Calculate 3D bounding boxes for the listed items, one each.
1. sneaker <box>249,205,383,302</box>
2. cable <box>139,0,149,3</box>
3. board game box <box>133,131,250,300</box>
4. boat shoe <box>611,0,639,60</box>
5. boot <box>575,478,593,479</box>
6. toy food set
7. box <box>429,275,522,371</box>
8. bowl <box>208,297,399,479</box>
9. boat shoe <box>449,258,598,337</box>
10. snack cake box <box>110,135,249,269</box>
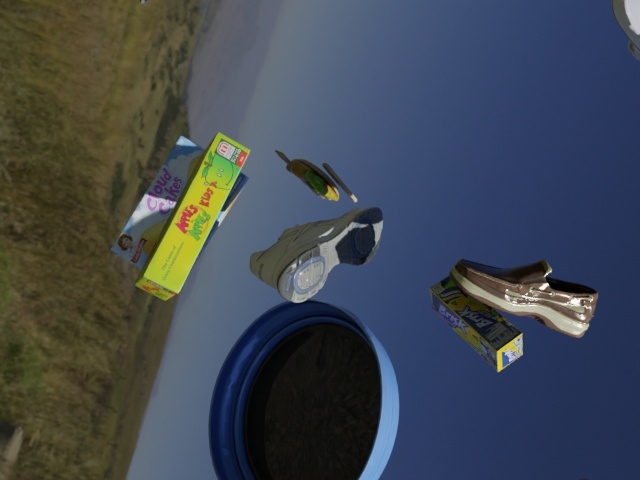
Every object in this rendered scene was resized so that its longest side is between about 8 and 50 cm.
[{"bbox_3d":[0.000,0.000,1.289,0.129,0.297,0.111,21,-57,38],"label":"sneaker"},{"bbox_3d":[-0.136,-0.419,1.014,0.139,0.072,0.287,-11,-142,54],"label":"cable"},{"bbox_3d":[-0.147,-0.025,0.827,0.181,0.043,0.092,-66,-165,-17],"label":"board game box"},{"bbox_3d":[0.454,-0.264,0.966,0.084,0.258,0.095,16,-97,58],"label":"boat shoe"},{"bbox_3d":[0.267,0.364,0.846,0.152,0.072,0.197,27,89,-60],"label":"boot"},{"bbox_3d":[-0.019,-0.120,1.481,0.039,0.132,0.192,-51,-144,-11],"label":"toy food set"},{"bbox_3d":[0.249,0.129,1.177,0.169,0.054,0.059,46,-19,42],"label":"box"},{"bbox_3d":[-0.033,0.298,1.277,0.391,0.077,0.392,-18,-120,33],"label":"bowl"},{"bbox_3d":[0.332,0.068,1.173,0.095,0.257,0.095,-64,-161,16],"label":"boat shoe"},{"bbox_3d":[-0.275,-0.054,1.433,0.264,0.152,0.089,-58,-177,2],"label":"snack cake box"}]
